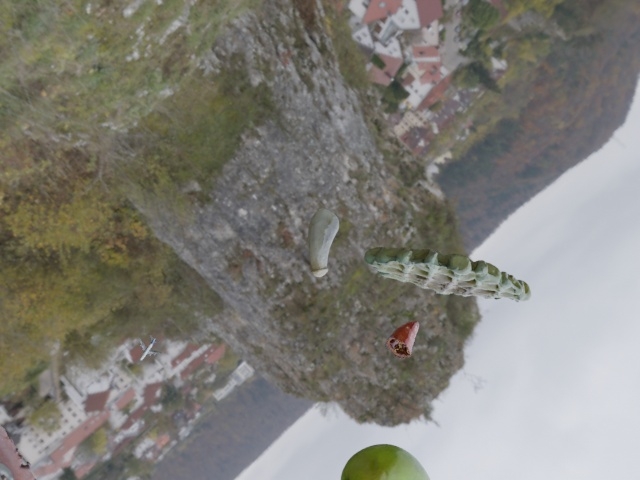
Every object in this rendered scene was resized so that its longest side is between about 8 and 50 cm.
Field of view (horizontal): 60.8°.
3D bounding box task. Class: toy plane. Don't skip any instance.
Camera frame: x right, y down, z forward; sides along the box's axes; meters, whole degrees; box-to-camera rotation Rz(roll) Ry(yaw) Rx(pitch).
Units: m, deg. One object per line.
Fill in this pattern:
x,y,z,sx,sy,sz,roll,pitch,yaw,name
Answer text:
-0.510,0.321,1.614,0.084,0.077,0.024,-54,-175,16,toy plane

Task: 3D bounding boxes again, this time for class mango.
0.189,0.616,1.329,0.156,0.343,0.192,15,-110,54,mango

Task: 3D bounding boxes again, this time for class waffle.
0.253,0.069,1.115,0.309,0.291,0.056,2,-107,57,waffle

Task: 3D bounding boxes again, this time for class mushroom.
0.000,0.000,2.000,0.103,0.118,0.270,-6,-127,28,mushroom

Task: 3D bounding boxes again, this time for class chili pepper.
0.285,0.308,1.784,0.065,0.088,0.169,-48,174,38,chili pepper

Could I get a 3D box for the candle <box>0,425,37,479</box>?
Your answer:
-0.776,0.594,1.275,0.131,0.317,0.287,-32,137,-5,candle
